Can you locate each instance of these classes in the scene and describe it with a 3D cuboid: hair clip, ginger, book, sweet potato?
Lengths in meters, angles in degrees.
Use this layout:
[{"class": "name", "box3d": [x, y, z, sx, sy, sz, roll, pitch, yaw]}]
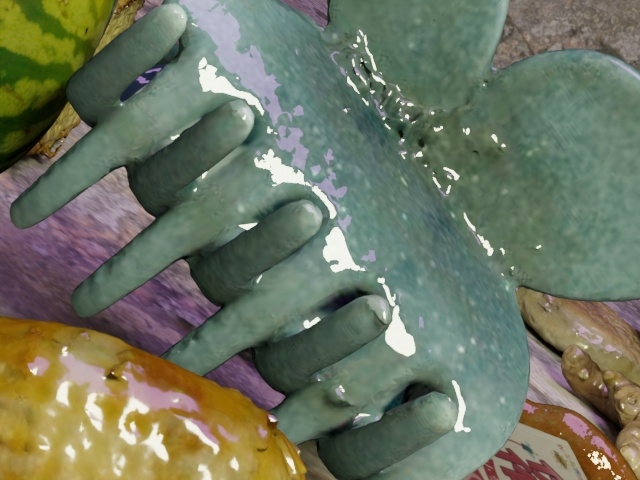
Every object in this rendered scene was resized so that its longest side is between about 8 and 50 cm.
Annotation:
[{"class": "hair clip", "box3d": [0.005, -0.007, 1.069, 0.318, 0.392, 0.238, 55, 39, -3]}, {"class": "ginger", "box3d": [0.314, 0.190, 1.760, 0.149, 0.065, 0.258, 33, 11, -23]}, {"class": "book", "box3d": [0.134, 0.181, 1.342, 0.232, 0.022, 0.162, 23, 33, -42]}, {"class": "sweet potato", "box3d": [0.194, 0.162, 1.576, 0.195, 0.056, 0.056, 34, 13, 10]}]

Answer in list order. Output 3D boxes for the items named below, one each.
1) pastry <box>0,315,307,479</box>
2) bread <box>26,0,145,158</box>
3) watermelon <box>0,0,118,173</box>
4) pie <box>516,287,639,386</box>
[{"class": "pastry", "box3d": [-0.103, 0.106, 0.788, 0.229, 0.100, 0.218, -4, -32, 36]}, {"class": "bread", "box3d": [-0.220, -0.160, 1.449, 0.139, 0.143, 0.229, 36, 11, -3]}, {"class": "watermelon", "box3d": [-0.248, -0.162, 1.076, 0.285, 0.285, 0.285, 34, 13, -9]}, {"class": "pie", "box3d": [0.299, 0.105, 2.033, 0.185, 0.052, 0.218, 41, 12, 27]}]
